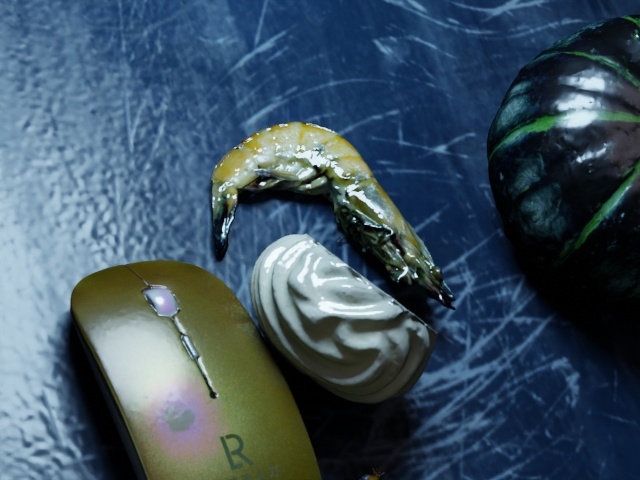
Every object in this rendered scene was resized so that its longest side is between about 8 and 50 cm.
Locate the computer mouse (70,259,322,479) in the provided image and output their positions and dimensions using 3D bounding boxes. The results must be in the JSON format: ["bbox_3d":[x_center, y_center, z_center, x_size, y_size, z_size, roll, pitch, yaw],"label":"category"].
[{"bbox_3d":[-0.104,0.144,1.270,0.158,0.072,0.310,-10,63,-35],"label":"computer mouse"}]

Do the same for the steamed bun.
[{"bbox_3d":[0.013,0.076,1.329,0.183,0.183,0.106,35,91,-1],"label":"steamed bun"}]

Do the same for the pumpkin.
[{"bbox_3d":[0.323,-0.088,1.523,0.315,0.238,0.315,5,73,-15],"label":"pumpkin"}]

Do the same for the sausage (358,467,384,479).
[{"bbox_3d":[0.009,0.265,1.272,0.025,0.028,0.198,52,47,-18],"label":"sausage"}]

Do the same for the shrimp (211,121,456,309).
[{"bbox_3d":[0.000,0.000,1.443,0.198,0.051,0.262,-31,73,-32],"label":"shrimp"}]
